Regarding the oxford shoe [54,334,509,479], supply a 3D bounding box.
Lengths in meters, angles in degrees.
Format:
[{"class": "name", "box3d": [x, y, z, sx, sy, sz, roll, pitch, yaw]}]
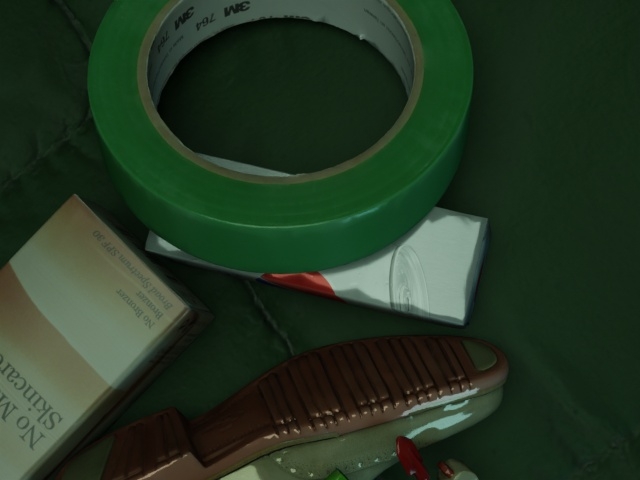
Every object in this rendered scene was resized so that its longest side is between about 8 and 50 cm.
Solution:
[{"class": "oxford shoe", "box3d": [-0.019, 0.193, 1.280, 0.396, 0.140, 0.147, -18, 110, 2]}]

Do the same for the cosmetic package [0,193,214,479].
[{"class": "cosmetic package", "box3d": [-0.252, 0.119, 1.296, 0.153, 0.129, 0.296, 43, 90, 8]}]

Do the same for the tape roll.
[{"class": "tape roll", "box3d": [-0.033, -0.127, 1.262, 0.321, 0.077, 0.321, 0, 59, 1]}]

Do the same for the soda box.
[{"class": "soda box", "box3d": [0.000, 0.000, 1.299, 0.286, 0.091, 0.098, 14, 85, 8]}]

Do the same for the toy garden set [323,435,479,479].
[{"class": "toy garden set", "box3d": [0.083, 0.267, 1.236, 0.204, 0.049, 0.244, -43, 110, -2]}]
